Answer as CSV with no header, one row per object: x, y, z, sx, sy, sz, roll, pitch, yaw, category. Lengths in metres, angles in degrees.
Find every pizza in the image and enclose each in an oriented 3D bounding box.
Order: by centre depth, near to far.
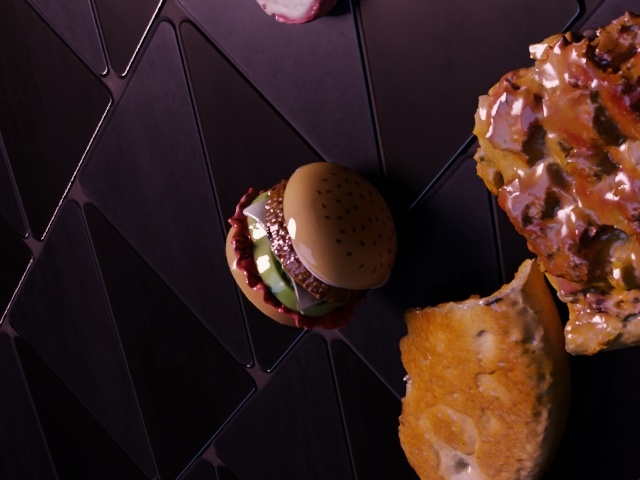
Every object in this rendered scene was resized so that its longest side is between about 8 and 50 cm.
0.256,-0.067,1.072,0.278,0.114,0.408,34,132,13,pizza
0.163,0.159,1.322,0.182,0.074,0.365,22,130,28,pizza

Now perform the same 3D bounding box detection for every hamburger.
0.002,0.000,1.306,0.137,0.175,0.175,-36,90,36,hamburger

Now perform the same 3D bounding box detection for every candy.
-0.026,-0.258,1.239,0.103,0.043,0.103,22,129,30,candy
